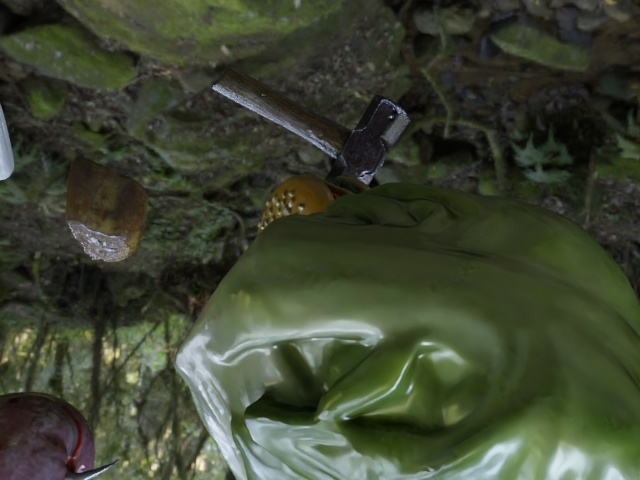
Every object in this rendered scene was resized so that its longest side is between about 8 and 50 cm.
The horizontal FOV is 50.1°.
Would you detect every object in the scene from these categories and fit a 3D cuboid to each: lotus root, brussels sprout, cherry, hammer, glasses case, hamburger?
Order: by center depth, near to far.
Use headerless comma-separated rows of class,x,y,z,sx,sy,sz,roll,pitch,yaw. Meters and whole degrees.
brussels sprout,0.072,0.114,0.442,0.327,0.328,0.247,8,-167,18
hamburger,0.000,0.000,0.761,0.115,0.162,0.162,6,180,-37
cherry,-0.419,0.331,0.941,0.285,0.213,0.236,-6,-151,-6
lotus root,-0.315,-0.039,1.032,0.095,0.135,0.159,-17,130,7
glasses case,-0.639,-0.200,1.309,0.074,0.194,0.049,2,-142,-4
hammer,-0.040,-0.259,1.469,0.408,0.243,0.095,29,-179,4
